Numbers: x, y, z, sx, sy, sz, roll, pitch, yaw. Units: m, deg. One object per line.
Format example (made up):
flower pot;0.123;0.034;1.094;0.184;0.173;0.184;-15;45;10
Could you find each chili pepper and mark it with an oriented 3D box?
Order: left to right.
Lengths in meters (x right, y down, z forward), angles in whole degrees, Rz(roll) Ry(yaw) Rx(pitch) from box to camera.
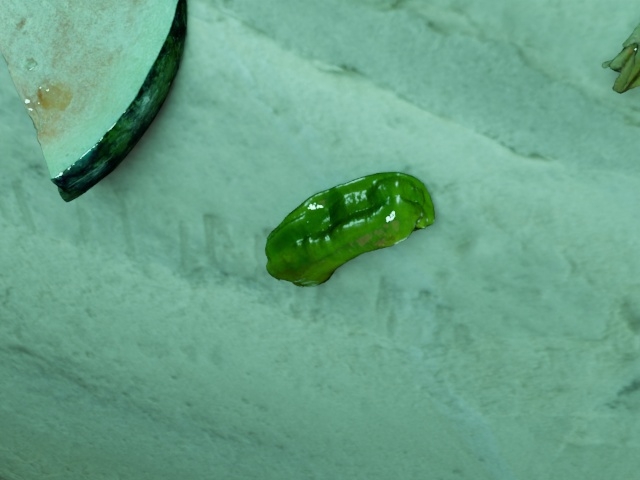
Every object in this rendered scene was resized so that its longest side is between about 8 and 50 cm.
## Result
chili pepper;0.001;0.003;0.820;0.204;0.072;0.073;-27;123;38

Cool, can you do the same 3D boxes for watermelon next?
watermelon;-0.189;-0.138;0.768;0.207;0.136;0.202;-16;92;65

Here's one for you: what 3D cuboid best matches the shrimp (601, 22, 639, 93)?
shrimp;0.213;-0.215;0.522;0.168;0.077;0.317;24;131;4
